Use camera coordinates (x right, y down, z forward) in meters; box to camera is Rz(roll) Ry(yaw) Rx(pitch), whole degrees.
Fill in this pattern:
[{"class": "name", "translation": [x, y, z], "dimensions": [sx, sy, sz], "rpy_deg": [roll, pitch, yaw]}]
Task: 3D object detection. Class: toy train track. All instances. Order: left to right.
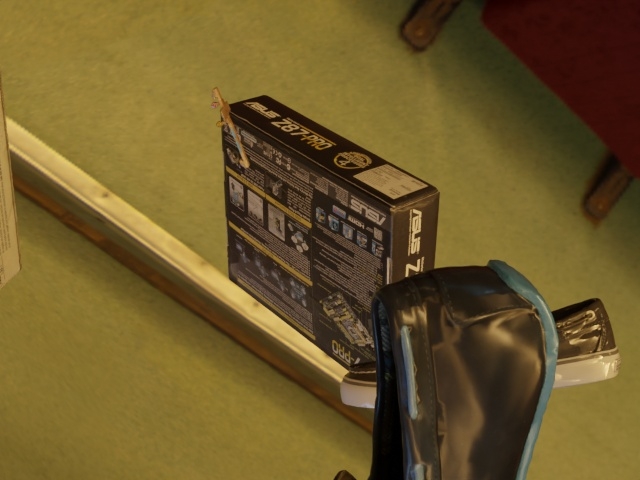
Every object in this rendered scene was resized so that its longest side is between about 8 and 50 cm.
[{"class": "toy train track", "translation": [-0.091, -0.109, 0.944], "dimensions": [0.014, 0.048, 0.083], "rpy_deg": [-20, 108, 9]}]

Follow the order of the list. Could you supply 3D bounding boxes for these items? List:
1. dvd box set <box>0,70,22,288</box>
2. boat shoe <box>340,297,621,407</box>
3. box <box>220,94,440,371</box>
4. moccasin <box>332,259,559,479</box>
[{"class": "dvd box set", "translation": [-0.379, 0.046, 0.662], "dimensions": [0.062, 0.308, 0.420], "rpy_deg": [29, 51, 13]}, {"class": "boat shoe", "translation": [0.126, 0.088, 0.787], "dimensions": [0.228, 0.080, 0.076], "rpy_deg": [-8, 91, 11]}, {"class": "box", "translation": [0.000, 0.000, 1.409], "dimensions": [0.097, 0.395, 0.318], "rpy_deg": [-21, 127, -33]}, {"class": "moccasin", "translation": [0.049, 0.171, 0.615], "dimensions": [0.116, 0.137, 0.342], "rpy_deg": [2, 104, -19]}]
